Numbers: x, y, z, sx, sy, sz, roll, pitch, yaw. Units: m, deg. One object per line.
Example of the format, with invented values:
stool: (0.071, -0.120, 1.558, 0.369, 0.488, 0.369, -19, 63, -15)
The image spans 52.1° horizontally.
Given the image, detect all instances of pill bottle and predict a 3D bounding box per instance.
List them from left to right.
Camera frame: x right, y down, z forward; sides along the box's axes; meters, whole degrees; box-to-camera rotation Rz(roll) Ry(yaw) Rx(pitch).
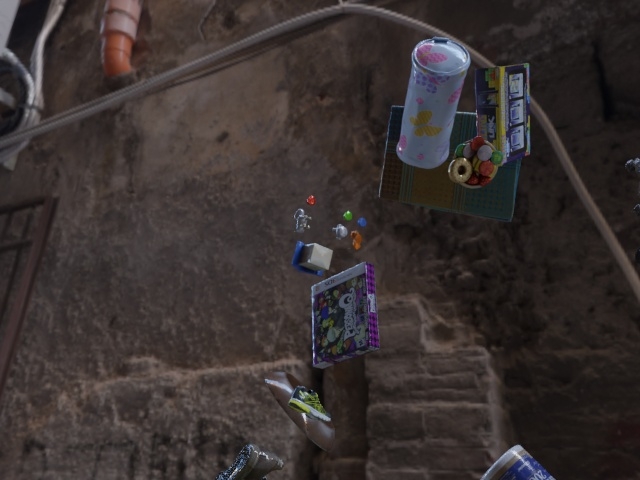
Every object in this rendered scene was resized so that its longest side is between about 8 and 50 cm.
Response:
pill bottle: (0.242, 0.293, 0.725, 0.067, 0.120, 0.067, -32, -32, -23)

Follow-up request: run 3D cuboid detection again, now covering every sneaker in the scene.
sneaker: (-0.131, 0.417, 1.116, 0.071, 0.066, 0.188, 26, -53, -17)
sneaker: (-0.010, 0.233, 0.931, 0.031, 0.035, 0.083, -4, -32, 40)

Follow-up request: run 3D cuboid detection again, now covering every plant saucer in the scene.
plant saucer: (-0.033, 0.327, 1.292, 0.036, 0.198, 0.198, -42, -36, 0)

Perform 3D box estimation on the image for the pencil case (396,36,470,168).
pencil case: (0.227, -0.274, 1.337, 0.114, 0.124, 0.273, 17, -35, 11)

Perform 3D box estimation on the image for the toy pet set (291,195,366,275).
toy pet set: (0.000, 0.000, 1.101, 0.122, 0.114, 0.065, 23, -18, -29)

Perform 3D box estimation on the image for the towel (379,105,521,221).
towel: (0.351, -0.212, 1.761, 0.371, 0.271, 0.040, 11, 9, 22)

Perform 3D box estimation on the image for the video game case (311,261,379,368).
video game case: (0.060, 0.195, 1.696, 0.042, 0.231, 0.210, 21, -35, -37)

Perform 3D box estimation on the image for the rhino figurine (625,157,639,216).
rhino figurine: (0.737, -0.070, 1.432, 0.073, 0.243, 0.106, -9, -5, -1)

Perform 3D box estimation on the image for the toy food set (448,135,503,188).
toy food set: (0.249, -0.124, 1.052, 0.083, 0.082, 0.020, 21, 9, -16)

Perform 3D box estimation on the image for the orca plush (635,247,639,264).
orca plush: (0.400, 0.031, 0.707, 0.151, 0.102, 0.287, -47, -48, -1)

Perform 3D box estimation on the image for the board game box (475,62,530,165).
board game box: (0.329, -0.227, 1.174, 0.048, 0.170, 0.141, 6, 17, 38)
